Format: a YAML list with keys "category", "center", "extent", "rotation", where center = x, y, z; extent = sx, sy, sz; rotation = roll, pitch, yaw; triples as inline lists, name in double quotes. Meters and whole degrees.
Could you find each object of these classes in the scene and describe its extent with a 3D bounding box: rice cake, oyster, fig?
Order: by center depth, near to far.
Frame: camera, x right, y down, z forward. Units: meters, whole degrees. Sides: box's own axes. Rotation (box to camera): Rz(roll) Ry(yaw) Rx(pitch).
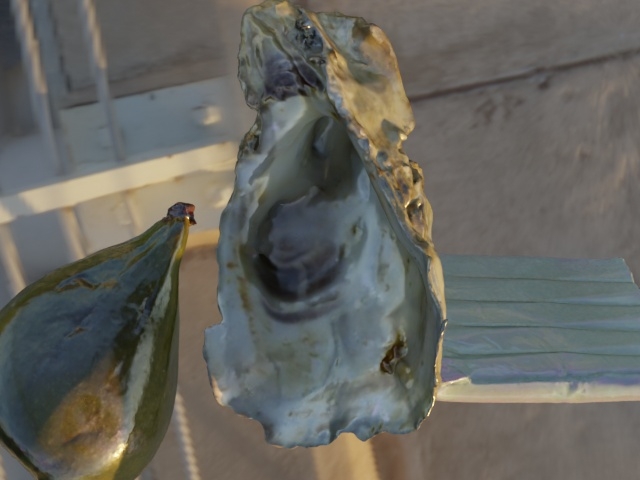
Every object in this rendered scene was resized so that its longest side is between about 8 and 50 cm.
- category: "oyster"
  center: [0.010, -0.011, 0.860]
  extent: [0.161, 0.107, 0.232]
  rotation: [-11, 87, 31]
- category: "fig"
  center: [-0.129, 0.073, 1.033]
  extent: [0.185, 0.126, 0.133]
  rotation: [-40, 48, -17]
- category: "rice cake"
  center: [0.161, 0.067, 1.264]
  extent: [0.198, 0.189, 0.037]
  rotation: [-2, 123, -8]
